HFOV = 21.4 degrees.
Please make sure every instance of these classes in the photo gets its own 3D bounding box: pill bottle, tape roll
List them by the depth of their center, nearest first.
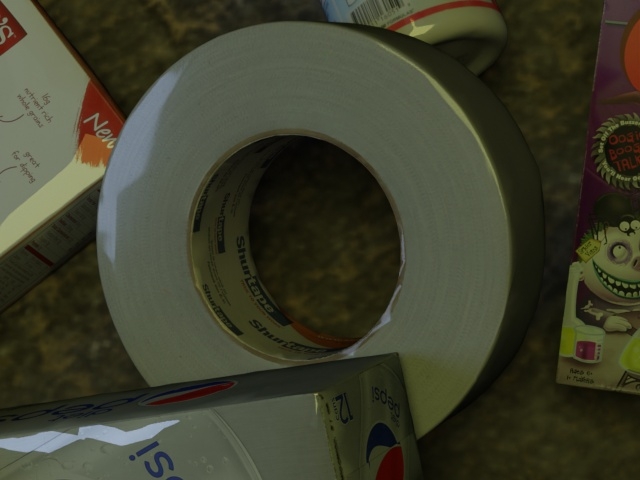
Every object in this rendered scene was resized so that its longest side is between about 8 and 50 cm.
[{"bbox_3d":[0.000,0.000,0.846,0.219,0.072,0.219,3,98,22],"label":"tape roll"},{"bbox_3d":[0.034,-0.160,0.918,0.087,0.087,0.160,-22,72,4],"label":"pill bottle"}]

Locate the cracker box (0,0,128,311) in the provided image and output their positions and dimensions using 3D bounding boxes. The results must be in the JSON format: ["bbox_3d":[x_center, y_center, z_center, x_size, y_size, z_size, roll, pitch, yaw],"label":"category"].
[{"bbox_3d":[-0.223,-0.030,0.941,0.232,0.067,0.155,-38,72,-2],"label":"cracker box"}]

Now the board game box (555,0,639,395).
[{"bbox_3d":[0.298,-0.008,0.814,0.347,0.056,0.208,7,93,13],"label":"board game box"}]

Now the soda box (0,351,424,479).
[{"bbox_3d":[-0.099,0.123,0.811,0.286,0.098,0.091,-10,93,24],"label":"soda box"}]
